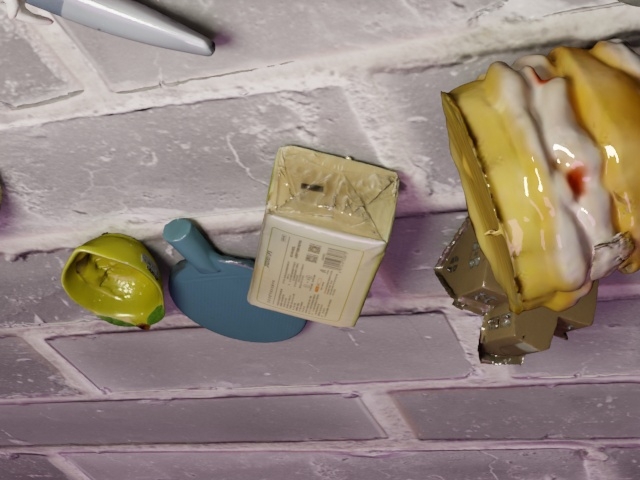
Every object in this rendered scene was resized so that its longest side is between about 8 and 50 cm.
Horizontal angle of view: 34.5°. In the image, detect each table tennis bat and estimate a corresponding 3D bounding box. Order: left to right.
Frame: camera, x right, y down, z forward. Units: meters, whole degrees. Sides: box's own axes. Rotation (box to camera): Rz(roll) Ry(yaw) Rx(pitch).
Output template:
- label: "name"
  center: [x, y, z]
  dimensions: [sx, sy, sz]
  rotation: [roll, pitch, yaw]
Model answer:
- label: "table tennis bat"
  center: [-0.141, 0.070, 1.561]
  dimensions: [0.215, 0.044, 0.329]
  rotation: [-4, 146, 23]

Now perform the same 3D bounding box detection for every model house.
- label: "model house"
  center: [0.234, 0.084, 1.396]
  dimensions: [0.180, 0.176, 0.248]
  rotation: [19, 161, -14]

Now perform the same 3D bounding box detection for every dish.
- label: "dish"
  center: [-0.299, 0.048, 1.536]
  dimensions: [0.148, 0.080, 0.208]
  rotation: [-7, 141, 18]

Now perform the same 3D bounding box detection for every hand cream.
- label: "hand cream"
  center: [-0.233, -0.248, 1.101]
  dimensions: [0.255, 0.079, 0.048]
  rotation: [18, 106, -11]

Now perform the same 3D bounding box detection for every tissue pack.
- label: "tissue pack"
  center: [0.000, 0.000, 1.342]
  dimensions: [0.159, 0.125, 0.234]
  rotation: [13, 147, -1]

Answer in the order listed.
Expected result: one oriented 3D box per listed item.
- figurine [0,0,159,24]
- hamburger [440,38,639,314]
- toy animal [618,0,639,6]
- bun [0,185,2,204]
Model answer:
- label: "figurine"
  center: [-0.240, -0.322, 0.873]
  dimensions: [0.206, 0.284, 0.316]
  rotation: [8, 123, 22]
- label: "hamburger"
  center: [0.262, -0.072, 1.056]
  dimensions: [0.236, 0.276, 0.276]
  rotation: [-18, 141, 4]
- label: "toy animal"
  center: [0.340, -0.247, 0.944]
  dimensions: [0.252, 0.070, 0.079]
  rotation: [7, 162, 0]
- label: "bun"
  center: [-0.545, -0.049, 1.420]
  dimensions: [0.193, 0.128, 0.178]
  rotation: [20, 146, -10]
